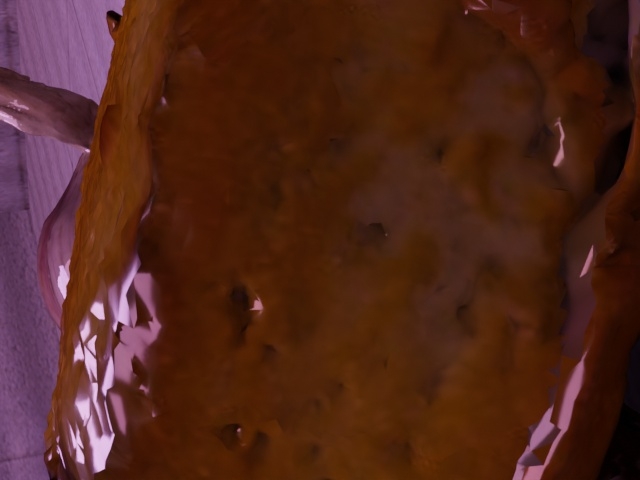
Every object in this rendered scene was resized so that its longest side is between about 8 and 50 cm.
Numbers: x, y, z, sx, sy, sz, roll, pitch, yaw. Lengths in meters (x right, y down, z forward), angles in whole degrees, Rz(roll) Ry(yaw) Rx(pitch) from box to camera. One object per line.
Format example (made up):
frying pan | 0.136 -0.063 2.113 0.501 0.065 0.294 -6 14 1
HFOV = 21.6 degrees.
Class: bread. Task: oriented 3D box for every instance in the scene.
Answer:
bread | 0.001 -0.001 0.673 0.358 0.204 0.337 153 123 -73

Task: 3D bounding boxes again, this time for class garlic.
garlic | -0.116 -0.047 1.069 0.245 0.253 0.245 -55 0 0

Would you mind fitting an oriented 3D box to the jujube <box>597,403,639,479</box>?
jujube | 0.117 0.111 0.661 0.129 0.077 0.077 -114 20 -61
